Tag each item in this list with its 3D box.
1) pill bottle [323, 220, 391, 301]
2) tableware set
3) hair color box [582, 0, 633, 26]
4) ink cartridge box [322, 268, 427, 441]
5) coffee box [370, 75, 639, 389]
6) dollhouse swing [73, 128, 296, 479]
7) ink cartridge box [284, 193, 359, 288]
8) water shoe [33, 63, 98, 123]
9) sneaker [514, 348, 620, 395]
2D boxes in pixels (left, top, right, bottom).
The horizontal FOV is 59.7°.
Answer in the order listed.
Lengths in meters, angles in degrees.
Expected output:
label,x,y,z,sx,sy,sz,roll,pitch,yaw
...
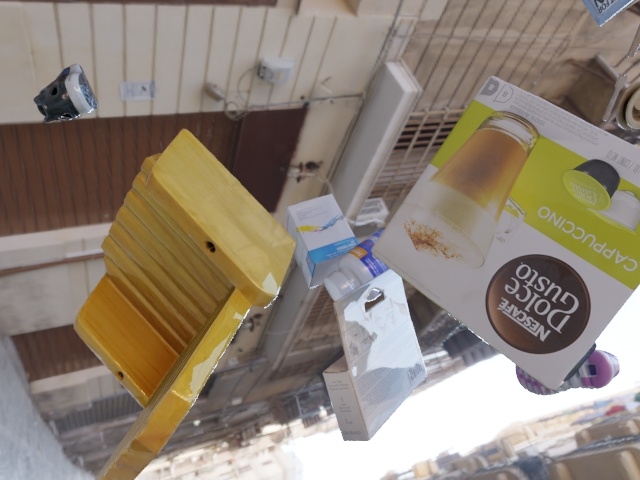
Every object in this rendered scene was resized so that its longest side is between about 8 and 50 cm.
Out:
label,x,y,z,sx,sy,sz,roll,pitch,yaw
pill bottle,0.147,0.074,1.577,0.152,0.272,0.152,47,-20,23
tableware set,0.570,-0.280,0.947,0.039,0.128,0.194,46,-53,56
hair color box,0.457,-0.576,0.929,0.375,0.185,0.113,57,-10,2
ink cartridge box,0.105,0.209,1.113,0.066,0.296,0.261,-13,-86,33
coffee box,0.354,0.003,0.922,0.337,0.338,0.334,39,-80,28
dollhouse swing,-0.249,0.103,0.720,0.315,0.305,0.347,46,-53,6
ink cartridge box,0.000,0.000,1.828,0.171,0.168,0.233,102,-34,-58
water shoe,-0.383,-0.218,0.831,0.203,0.080,0.073,36,-32,65
sneaker,0.535,0.278,1.202,0.236,0.104,0.095,-22,-107,52
